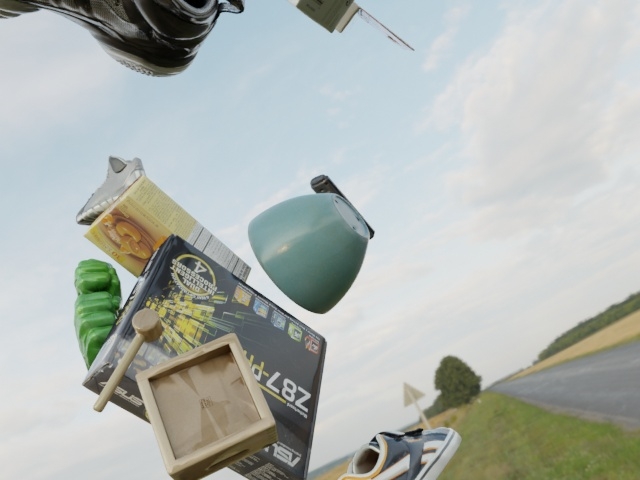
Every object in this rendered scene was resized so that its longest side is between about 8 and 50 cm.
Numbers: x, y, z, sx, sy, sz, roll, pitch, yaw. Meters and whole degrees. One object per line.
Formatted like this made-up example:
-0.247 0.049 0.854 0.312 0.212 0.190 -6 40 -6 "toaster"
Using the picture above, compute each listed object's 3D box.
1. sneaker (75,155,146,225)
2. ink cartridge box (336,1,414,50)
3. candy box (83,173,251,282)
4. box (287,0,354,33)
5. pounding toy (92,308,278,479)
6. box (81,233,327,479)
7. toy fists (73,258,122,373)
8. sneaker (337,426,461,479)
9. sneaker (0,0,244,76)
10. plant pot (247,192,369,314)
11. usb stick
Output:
-0.488 -0.126 1.338 0.229 0.132 0.086 -22 -14 23 "sneaker"
0.061 -0.446 1.161 0.066 0.261 0.296 -50 9 17 "ink cartridge box"
-0.331 0.026 1.255 0.183 0.087 0.316 -32 -64 33 "candy box"
-0.004 -0.393 0.869 0.101 0.087 0.102 -52 -31 16 "box"
-0.177 0.187 0.708 0.181 0.206 0.094 -22 -30 -15 "pounding toy"
-0.174 0.213 1.023 0.395 0.318 0.097 39 -54 -20 "box"
-0.454 0.141 1.178 0.096 0.279 0.142 -11 -55 -15 "toy fists"
0.139 0.382 0.987 0.321 0.127 0.126 -14 -41 -59 "sneaker"
-0.191 -0.231 0.454 0.269 0.101 0.153 17 -19 -39 "sneaker"
0.000 0.000 1.357 0.195 0.290 0.290 -40 -23 19 "plant pot"
0.072 -0.098 1.810 0.077 0.278 0.045 -16 36 42 "usb stick"
